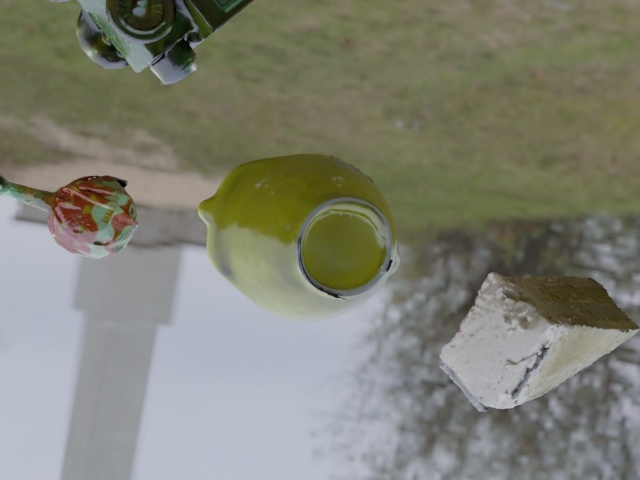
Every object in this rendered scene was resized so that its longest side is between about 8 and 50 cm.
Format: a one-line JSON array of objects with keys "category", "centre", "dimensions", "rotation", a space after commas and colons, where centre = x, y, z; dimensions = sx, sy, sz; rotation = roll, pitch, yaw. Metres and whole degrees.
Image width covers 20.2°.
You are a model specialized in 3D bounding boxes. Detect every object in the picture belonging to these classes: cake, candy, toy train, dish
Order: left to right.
[{"category": "candy", "centre": [-0.322, -0.058, 1.811], "dimensions": [0.287, 0.084, 0.078], "rotation": [19, 151, -7]}, {"category": "toy train", "centre": [-0.139, -0.219, 1.230], "dimensions": [0.225, 0.137, 0.090], "rotation": [52, 155, -8]}, {"category": "dish", "centre": [0.000, 0.000, 1.537], "dimensions": [0.207, 0.149, 0.080], "rotation": [13, 180, -31]}, {"category": "cake", "centre": [0.123, 0.039, 0.912], "dimensions": [0.121, 0.065, 0.052], "rotation": [-21, -128, -42]}]
